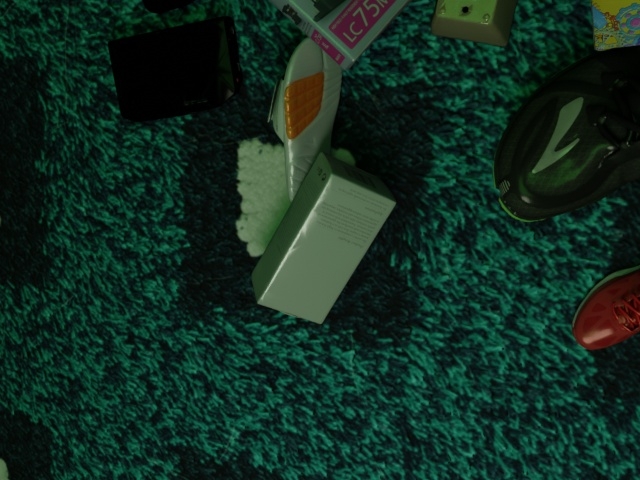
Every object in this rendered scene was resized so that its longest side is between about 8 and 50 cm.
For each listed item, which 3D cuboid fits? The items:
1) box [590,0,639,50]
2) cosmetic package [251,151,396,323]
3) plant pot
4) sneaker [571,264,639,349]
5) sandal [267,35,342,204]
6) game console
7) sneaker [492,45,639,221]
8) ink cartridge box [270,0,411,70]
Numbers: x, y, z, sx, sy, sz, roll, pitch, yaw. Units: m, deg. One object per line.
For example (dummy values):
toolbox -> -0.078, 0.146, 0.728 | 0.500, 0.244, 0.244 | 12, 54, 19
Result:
box -> 0.402, -0.357, 0.642 | 0.290, 0.177, 0.279 | 0, 139, 25
cosmetic package -> 0.000, 0.000, 1.029 | 0.117, 0.085, 0.231 | 23, 112, -25
plant pot -> 0.201, -0.321, 0.911 | 0.109, 0.096, 0.109 | 14, 106, 15
sneaker -> 0.422, 0.077, 0.900 | 0.087, 0.128, 0.221 | 46, 110, 6
sandal -> -0.035, -0.172, 1.023 | 0.076, 0.102, 0.265 | 31, 126, 42
game console -> -0.247, -0.376, 1.080 | 0.213, 0.044, 0.361 | -6, 99, 20
sneaker -> 0.416, -0.175, 0.811 | 0.483, 0.202, 0.185 | -30, 90, 21
ink cartridge box -> -0.015, -0.401, 0.920 | 0.311, 0.065, 0.186 | 42, 84, -4
